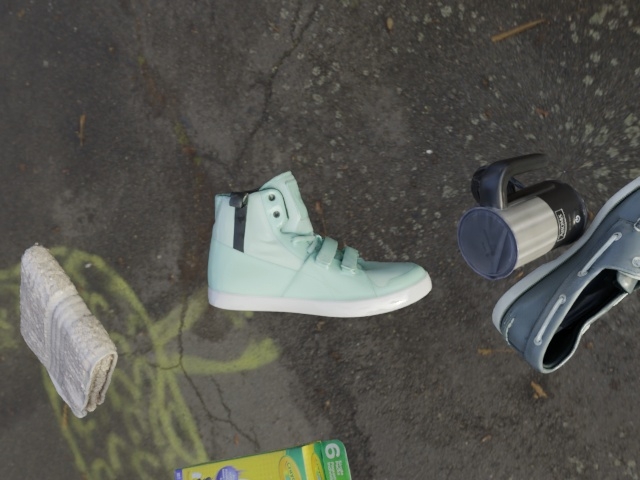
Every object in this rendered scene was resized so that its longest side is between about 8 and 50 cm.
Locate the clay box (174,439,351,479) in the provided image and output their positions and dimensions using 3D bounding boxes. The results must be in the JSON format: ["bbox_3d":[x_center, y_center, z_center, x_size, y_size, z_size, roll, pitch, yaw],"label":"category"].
[{"bbox_3d":[-0.066,0.315,0.642,0.221,0.053,0.128,-21,70,24],"label":"clay box"}]

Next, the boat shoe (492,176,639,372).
[{"bbox_3d":[0.352,0.035,0.639,0.116,0.099,0.319,36,110,-29],"label":"boat shoe"}]

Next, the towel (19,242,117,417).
[{"bbox_3d":[-0.370,0.144,0.783,0.187,0.049,0.282,50,140,11],"label":"towel"}]

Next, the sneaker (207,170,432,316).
[{"bbox_3d":[0.000,0.000,0.609,0.255,0.094,0.151,1,101,0],"label":"sneaker"}]

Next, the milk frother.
[{"bbox_3d":[0.214,-0.030,0.663,0.143,0.134,0.129,-21,88,59],"label":"milk frother"}]
